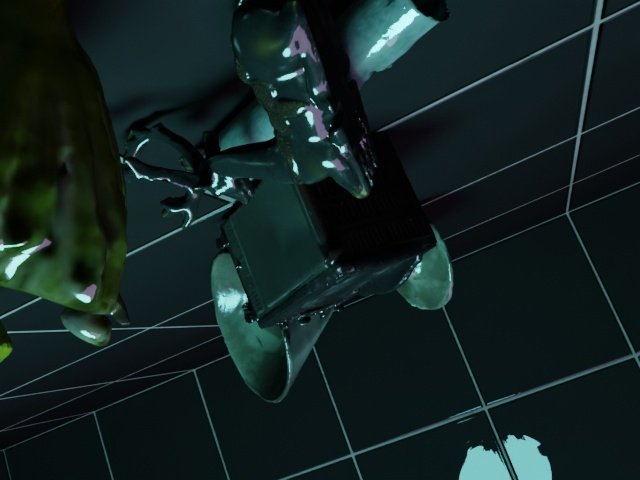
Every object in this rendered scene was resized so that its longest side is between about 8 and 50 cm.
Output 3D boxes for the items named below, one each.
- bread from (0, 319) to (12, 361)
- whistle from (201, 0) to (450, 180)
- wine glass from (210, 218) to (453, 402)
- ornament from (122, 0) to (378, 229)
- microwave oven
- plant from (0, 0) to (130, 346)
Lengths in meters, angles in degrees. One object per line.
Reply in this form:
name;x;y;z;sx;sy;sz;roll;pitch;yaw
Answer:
bread;-0.455;0.114;0.793;0.129;0.114;0.111;-25;165;20
whistle;-0.018;-0.130;0.598;0.062;0.062;0.312;-7;161;-46
wine glass;0.031;0.095;1.195;0.406;0.267;0.267;-18;167;-33
ornament;-0.090;-0.099;0.535;0.236;0.080;0.202;-7;134;20
microwave oven;0.001;-0.001;0.867;0.178;0.188;0.247;-11;164;-34
plant;-0.153;-0.121;0.375;0.333;0.251;0.180;-58;-176;2
